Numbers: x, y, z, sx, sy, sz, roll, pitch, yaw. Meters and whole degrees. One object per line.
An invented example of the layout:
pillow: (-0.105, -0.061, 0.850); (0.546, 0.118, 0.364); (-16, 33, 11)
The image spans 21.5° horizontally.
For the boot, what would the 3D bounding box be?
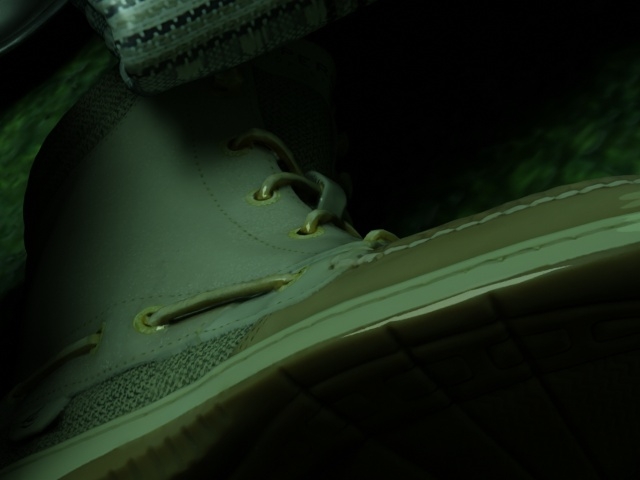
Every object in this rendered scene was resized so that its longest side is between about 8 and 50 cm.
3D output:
boot: (0.000, 0.000, 0.413); (0.213, 0.077, 0.165); (-25, 38, 25)

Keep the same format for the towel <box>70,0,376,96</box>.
towel: (0.021, -0.182, 0.539); (0.312, 0.056, 0.324); (-27, 35, -12)

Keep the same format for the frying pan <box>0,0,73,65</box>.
frying pan: (-0.210, -0.165, 0.678); (0.326, 0.053, 0.197); (37, 74, 25)
